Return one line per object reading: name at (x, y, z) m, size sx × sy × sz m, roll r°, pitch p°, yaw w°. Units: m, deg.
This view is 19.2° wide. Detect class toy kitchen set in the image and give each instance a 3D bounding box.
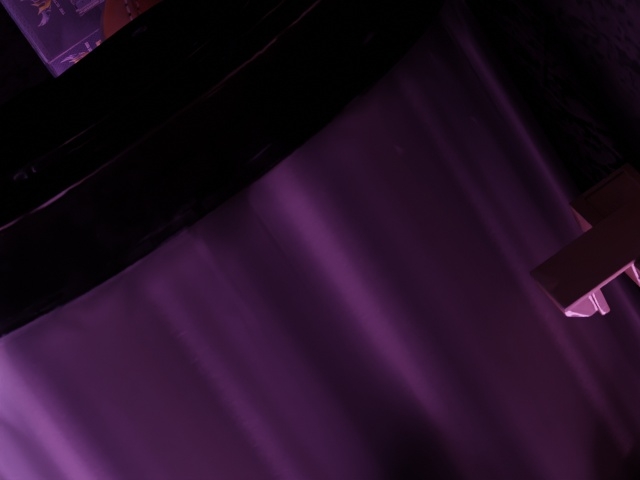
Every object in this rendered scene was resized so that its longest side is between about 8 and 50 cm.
toy kitchen set at (0.140, 0.028, 0.832) m, size 0.083 × 0.068 × 0.075 m, roll 51°, pitch 174°, yaw 47°

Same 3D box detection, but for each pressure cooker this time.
pressure cooker at (-0.003, 0.092, 0.967) m, size 0.420 × 0.375 × 0.370 m, roll 56°, pitch -145°, yaw -17°

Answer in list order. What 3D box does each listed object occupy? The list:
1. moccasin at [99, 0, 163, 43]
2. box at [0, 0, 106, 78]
moccasin at (-0.006, -0.055, 1.330) m, size 0.380 × 0.139 × 0.147 m, roll 51°, pitch 131°, yaw 11°
box at (-0.196, -0.269, 1.478) m, size 0.233 × 0.183 × 0.059 m, roll 54°, pitch 175°, yaw 11°
